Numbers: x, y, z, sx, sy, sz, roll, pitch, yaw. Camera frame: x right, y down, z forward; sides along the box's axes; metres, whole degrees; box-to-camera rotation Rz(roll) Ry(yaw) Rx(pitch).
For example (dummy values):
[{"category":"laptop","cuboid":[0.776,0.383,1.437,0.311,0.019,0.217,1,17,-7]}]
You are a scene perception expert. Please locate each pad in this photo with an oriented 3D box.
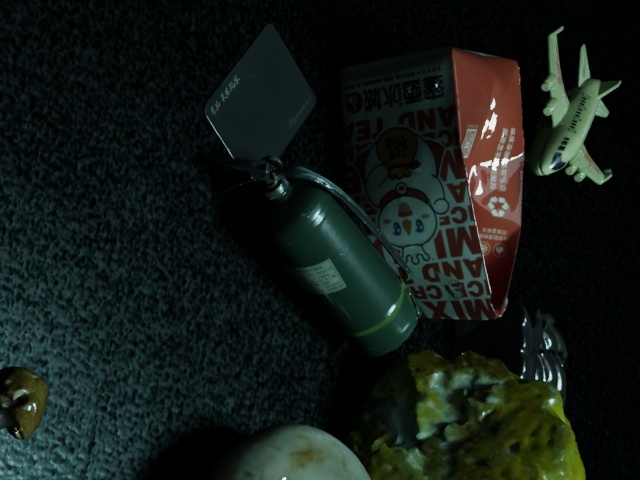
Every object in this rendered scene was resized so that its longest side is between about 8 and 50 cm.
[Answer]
[{"category":"pad","cuboid":[-0.061,-0.143,1.717,0.112,0.003,0.157,58,46,-29]}]

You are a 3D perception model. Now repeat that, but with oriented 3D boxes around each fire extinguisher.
[{"category":"fire extinguisher","cuboid":[0.000,0.000,1.693,0.294,0.118,0.093,52,35,-38]}]

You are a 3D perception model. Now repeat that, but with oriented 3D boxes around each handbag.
[{"category":"handbag","cuboid":[0.129,-0.057,1.812,0.151,0.171,0.298,4,81,-52]}]

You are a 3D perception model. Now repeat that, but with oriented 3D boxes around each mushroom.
[{"category":"mushroom","cuboid":[-0.007,0.295,1.553,0.243,0.243,0.244,9,79,-50]},{"category":"mushroom","cuboid":[-0.291,0.179,1.352,0.187,0.060,0.061,-52,131,-35]}]

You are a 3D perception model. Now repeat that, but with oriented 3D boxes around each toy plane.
[{"category":"toy plane","cuboid":[0.319,-0.152,2.121,0.244,0.092,0.229,-48,124,-42]}]

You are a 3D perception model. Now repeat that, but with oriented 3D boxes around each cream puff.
[{"category":"cream puff","cuboid":[0.149,0.253,1.755,0.185,0.281,0.282,81,28,-52]}]

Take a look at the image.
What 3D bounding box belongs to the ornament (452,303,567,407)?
[{"category":"ornament","cuboid":[0.260,0.211,2.007,0.260,0.106,0.251,20,72,-54]}]
